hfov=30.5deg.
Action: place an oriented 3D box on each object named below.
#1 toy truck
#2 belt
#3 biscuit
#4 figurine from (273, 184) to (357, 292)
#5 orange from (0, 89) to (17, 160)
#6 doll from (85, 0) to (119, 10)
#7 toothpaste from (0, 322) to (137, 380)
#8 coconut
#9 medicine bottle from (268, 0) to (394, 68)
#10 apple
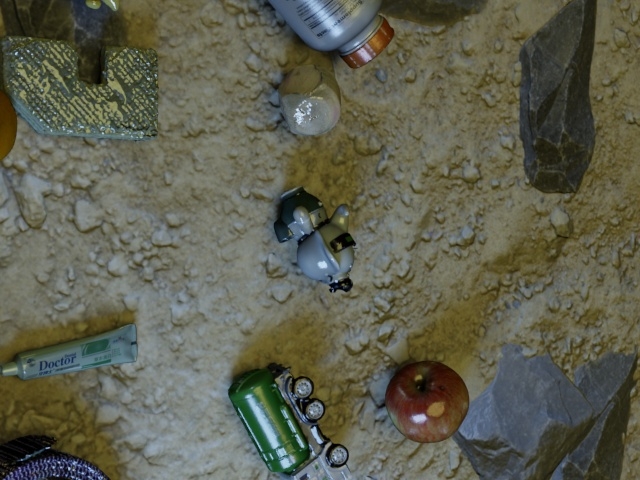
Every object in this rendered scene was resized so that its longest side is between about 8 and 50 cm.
[{"bbox_3d":[-0.051,0.312,1.920,0.125,0.101,0.242,-33,104,-21],"label":"toy truck"},{"bbox_3d":[-0.397,0.447,1.692,0.260,0.122,0.324,-44,121,-33],"label":"belt"},{"bbox_3d":[-0.360,-0.229,1.767,0.250,0.046,0.147,2,90,-30],"label":"biscuit"},{"bbox_3d":[0.000,0.000,1.935,0.126,0.147,0.192,-25,84,-9],"label":"figurine"},{"bbox_3d":[-0.503,-0.155,1.656,0.160,0.112,0.169,2,101,-30],"label":"orange"},{"bbox_3d":[-0.278,-0.468,1.792,0.117,0.086,0.291,42,69,-19],"label":"doll"},{"bbox_3d":[-0.375,0.174,1.768,0.218,0.041,0.064,-10,106,-32],"label":"toothpaste"},{"bbox_3d":[-0.019,-0.237,1.929,0.110,0.124,0.110,-5,128,-6],"label":"coconut"},{"bbox_3d":[-0.004,-0.415,1.908,0.288,0.157,0.157,46,69,-22],"label":"medicine bottle"},{"bbox_3d":[0.187,0.281,2.033,0.146,0.146,0.131,-43,138,-23],"label":"apple"}]
